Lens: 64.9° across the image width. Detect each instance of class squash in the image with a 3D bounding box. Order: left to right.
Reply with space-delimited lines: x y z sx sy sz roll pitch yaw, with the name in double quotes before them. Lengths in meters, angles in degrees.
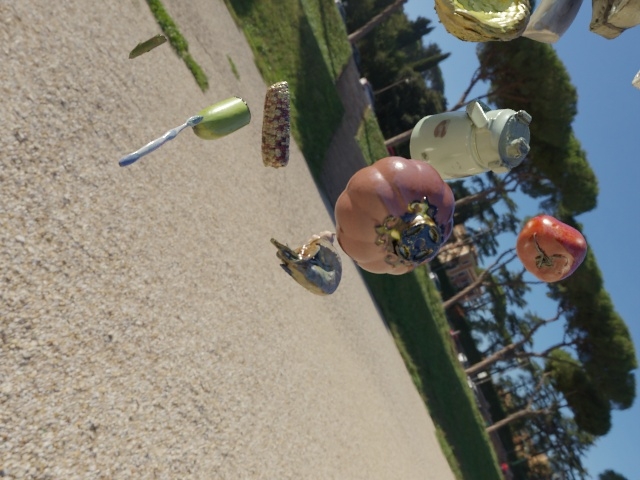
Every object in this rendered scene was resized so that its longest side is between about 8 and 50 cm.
"squash" -0.397 -0.462 1.956 0.247 0.132 0.132 -41 112 -41

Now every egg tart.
"egg tart" 0.469 -0.716 1.530 0.345 0.345 0.132 68 -23 17

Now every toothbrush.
"toothbrush" -0.340 -0.222 1.096 0.021 0.027 0.269 59 40 -19

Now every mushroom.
"mushroom" 0.927 -0.917 1.901 0.154 0.407 0.137 32 5 -7

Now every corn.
"corn" -0.131 -0.339 1.480 0.086 0.086 0.253 -67 160 -81

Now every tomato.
"tomato" 0.636 0.020 1.408 0.187 0.187 0.151 63 38 -25

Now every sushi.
"sushi" 0.874 -0.651 1.459 0.134 0.109 0.273 25 19 -16

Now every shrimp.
"shrimp" -0.030 0.054 1.465 0.317 0.077 0.168 41 59 -45

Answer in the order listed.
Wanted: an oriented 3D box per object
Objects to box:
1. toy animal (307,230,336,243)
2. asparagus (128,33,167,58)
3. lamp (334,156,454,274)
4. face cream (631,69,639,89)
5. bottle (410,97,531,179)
"toy animal" 0.002 0.004 2.216 0.083 0.150 0.089 51 8 -27
"asparagus" -0.397 -0.444 1.150 0.025 0.108 0.021 50 26 -47
"lamp" 0.187 -0.047 1.214 0.305 0.305 0.239 61 -1 -34
"face cream" 0.939 -0.343 1.246 0.311 0.092 0.092 36 4 7
"bottle" 0.454 -0.297 1.477 0.352 0.229 0.229 3 -56 57
